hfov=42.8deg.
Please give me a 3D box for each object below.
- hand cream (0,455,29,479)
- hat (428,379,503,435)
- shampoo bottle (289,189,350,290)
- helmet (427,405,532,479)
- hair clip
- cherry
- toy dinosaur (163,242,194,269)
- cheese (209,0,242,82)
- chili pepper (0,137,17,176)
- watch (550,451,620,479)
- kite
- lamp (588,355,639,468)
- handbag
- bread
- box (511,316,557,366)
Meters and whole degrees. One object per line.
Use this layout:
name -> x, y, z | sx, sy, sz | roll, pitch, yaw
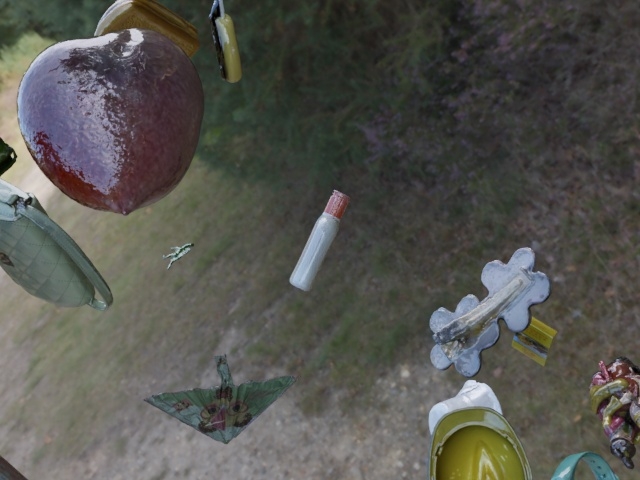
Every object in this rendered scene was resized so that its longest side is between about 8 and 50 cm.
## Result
hand cream -> -0.411, 0.367, 1.146 | 0.067, 0.210, 0.043 | -31, 25, 8
hat -> 0.344, 0.447, 1.988 | 0.126, 0.203, 0.203 | -9, 9, -26
shampoo bottle -> 0.000, 0.000, 1.743 | 0.108, 0.051, 0.221 | -170, 104, -87
helmet -> 0.329, 0.469, 1.657 | 0.205, 0.140, 0.257 | -12, 74, 17
hair clip -> 0.277, 0.122, 1.377 | 0.257, 0.075, 0.146 | -41, 42, 10
cherry -> -0.260, -0.145, 1.042 | 0.239, 0.239, 0.206 | -47, 10, -9
toy dinosaur -> -0.337, 0.035, 1.930 | 0.060, 0.029, 0.120 | -20, 16, 16
cheese -> -0.153, -0.333, 1.268 | 0.036, 0.163, 0.086 | -12, 32, -7
chili pepper -> -0.609, -0.024, 1.259 | 0.076, 0.085, 0.359 | -16, 38, 59
watch -> 0.604, 0.598, 1.831 | 0.068, 0.195, 0.237 | -36, 56, 48
kite -> -0.199, 0.333, 1.677 | 0.322, 0.268, 0.013 | -5, 36, -13
lamp -> 0.508, 0.278, 1.342 | 0.118, 0.118, 0.253 | -36, 0, 16
handbag -> -0.416, 0.018, 1.217 | 0.219, 0.256, 0.079 | 21, 60, 27
bread -> -0.327, -0.391, 1.543 | 0.116, 0.200, 0.077 | -31, 62, 25
box -> 0.469, 0.218, 1.800 | 0.086, 0.155, 0.023 | 29, 66, 23
